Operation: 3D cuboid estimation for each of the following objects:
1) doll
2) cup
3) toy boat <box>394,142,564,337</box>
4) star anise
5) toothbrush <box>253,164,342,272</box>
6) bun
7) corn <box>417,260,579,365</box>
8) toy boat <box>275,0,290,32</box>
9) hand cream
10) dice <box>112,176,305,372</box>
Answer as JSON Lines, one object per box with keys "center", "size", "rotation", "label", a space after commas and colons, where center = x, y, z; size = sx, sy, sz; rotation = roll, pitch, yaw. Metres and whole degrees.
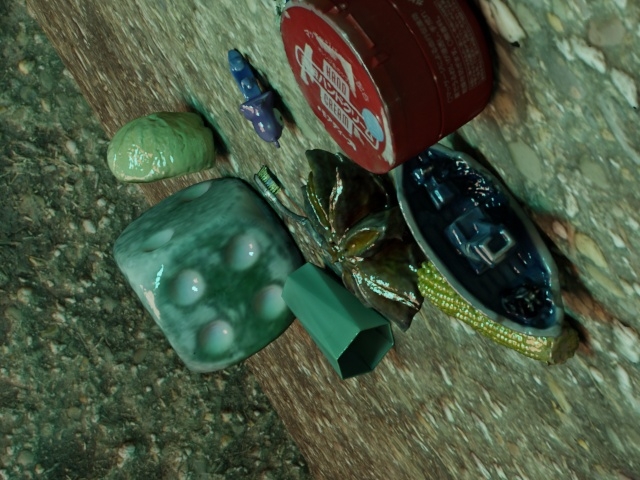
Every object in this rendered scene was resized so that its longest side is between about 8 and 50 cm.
{"center": [-0.115, -0.248, 1.739], "size": [0.205, 0.067, 0.110], "rotation": [63, 180, 12], "label": "doll"}
{"center": [0.030, 0.150, 2.032], "size": [0.235, 0.148, 0.134], "rotation": [49, 131, 38], "label": "cup"}
{"center": [0.190, -0.007, 1.211], "size": [0.309, 0.129, 0.142], "rotation": [53, 175, 10], "label": "toy boat"}
{"center": [0.073, -0.007, 1.588], "size": [0.331, 0.118, 0.331], "rotation": [56, 162, 28], "label": "star anise"}
{"center": [0.000, 0.000, 1.957], "size": [0.413, 0.042, 0.035], "rotation": [48, -161, 22], "label": "toothbrush"}
{"center": [-0.344, -0.209, 2.209], "size": [0.244, 0.244, 0.153], "rotation": [21, 124, 64], "label": "bun"}
{"center": [0.231, 0.087, 1.375], "size": [0.288, 0.086, 0.086], "rotation": [31, 152, 50], "label": "corn"}
{"center": [-0.060, -0.365, 1.338], "size": [0.291, 0.070, 0.210], "rotation": [50, 159, 30], "label": "toy boat"}
{"center": [0.073, -0.202, 1.122], "size": [0.230, 0.149, 0.230], "rotation": [51, 166, 18], "label": "hand cream"}
{"center": [-0.247, 0.071, 2.286], "size": [0.327, 0.348, 0.330], "rotation": [63, 169, -25], "label": "dice"}
